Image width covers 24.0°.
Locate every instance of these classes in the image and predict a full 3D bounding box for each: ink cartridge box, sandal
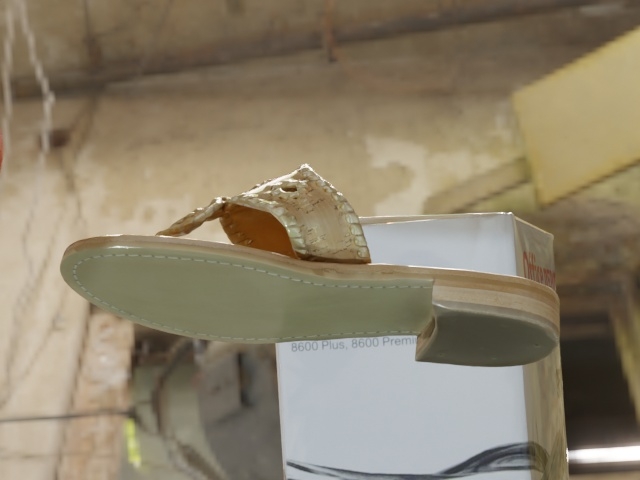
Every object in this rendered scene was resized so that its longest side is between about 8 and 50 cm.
[{"bbox_3d":[0.085,0.184,1.048,0.285,0.166,0.394,11,-105,-76],"label":"ink cartridge box"},{"bbox_3d":[-0.001,0.003,0.735,0.088,0.240,0.079,110,167,-59],"label":"sandal"}]

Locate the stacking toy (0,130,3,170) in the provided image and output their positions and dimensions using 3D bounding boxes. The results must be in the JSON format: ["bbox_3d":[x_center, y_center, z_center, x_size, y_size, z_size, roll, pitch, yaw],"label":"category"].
[{"bbox_3d":[-0.276,-0.085,0.940,0.330,0.141,0.141,-140,41,-59],"label":"stacking toy"}]
